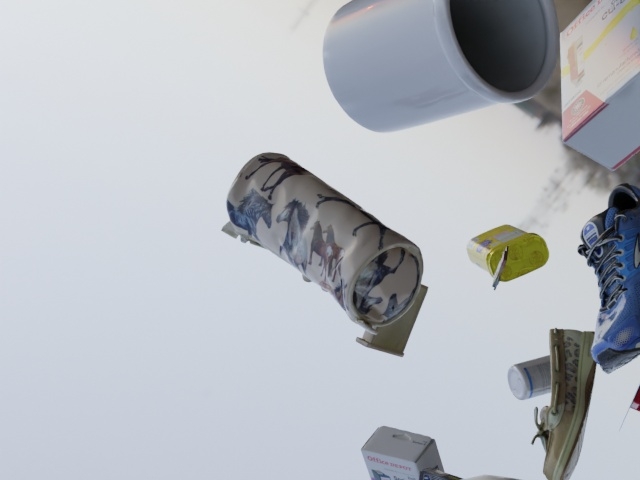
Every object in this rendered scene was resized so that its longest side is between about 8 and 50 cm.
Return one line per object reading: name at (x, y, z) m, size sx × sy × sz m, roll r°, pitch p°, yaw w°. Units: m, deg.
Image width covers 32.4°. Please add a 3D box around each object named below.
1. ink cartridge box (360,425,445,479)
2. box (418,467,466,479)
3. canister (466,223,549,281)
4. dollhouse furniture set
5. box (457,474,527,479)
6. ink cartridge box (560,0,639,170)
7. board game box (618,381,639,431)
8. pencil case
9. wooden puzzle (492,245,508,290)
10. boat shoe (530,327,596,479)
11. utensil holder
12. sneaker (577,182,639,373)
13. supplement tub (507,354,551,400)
ink cartridge box at (0.198, 0.536, 2.488) m, size 0.154 × 0.212 × 0.093 m, roll 6°, pitch -145°, yaw 37°
box at (0.283, 0.587, 2.288) m, size 0.190 × 0.184 × 0.045 m, roll 12°, pitch -175°, yaw 36°
canister at (0.380, 0.022, 2.263) m, size 0.170 × 0.126 × 0.073 m, roll -136°, pitch 23°, yaw -76°
dollhouse furniture set at (0.098, 0.130, 2.392) m, size 0.212 × 0.161 × 0.242 m, roll 19°, pitch -177°, yaw -36°
box at (0.254, 0.515, 1.909) m, size 0.103 × 0.184 × 0.261 m, roll -5°, pitch 174°, yaw 40°
ink cartridge box at (0.680, -0.396, 2.457) m, size 0.160 × 0.279 × 0.385 m, roll 25°, pitch -133°, yaw -18°
board game box at (0.643, 0.309, 2.195) m, size 0.033 × 0.133 × 0.168 m, roll 24°, pitch -146°, yaw 17°
pencil case at (0.000, 0.000, 1.945) m, size 0.160 × 0.183 × 0.410 m, roll 20°, pitch -168°, yaw -47°
wooden puzzle at (0.258, 0.041, 1.585) m, size 0.006 × 0.049 × 0.083 m, roll 20°, pitch -159°, yaw 5°
boat shoe at (0.396, 0.271, 1.813) m, size 0.089 × 0.104 × 0.285 m, roll 10°, pitch -128°, yaw 16°
utensil holder at (0.235, -0.405, 2.260) m, size 0.327 × 0.328 × 0.385 m, roll 23°, pitch 159°, yaw -35°
sneaker at (0.409, 0.044, 1.517) m, size 0.147 × 0.130 × 0.330 m, roll 36°, pitch -136°, yaw -8°
supplement tub at (0.415, 0.257, 2.085) m, size 0.107 × 0.071 × 0.071 m, roll -11°, pitch -141°, yaw -17°
